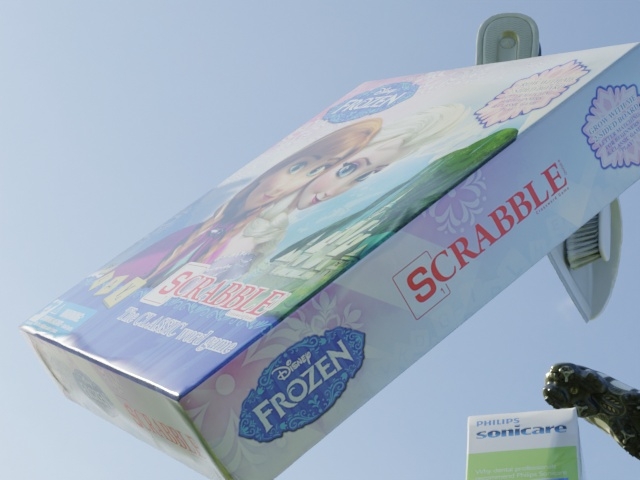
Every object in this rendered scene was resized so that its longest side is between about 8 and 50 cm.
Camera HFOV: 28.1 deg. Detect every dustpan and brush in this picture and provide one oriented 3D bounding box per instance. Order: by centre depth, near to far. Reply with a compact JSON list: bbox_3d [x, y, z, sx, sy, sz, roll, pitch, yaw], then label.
[{"bbox_3d":[0.295,-0.038,1.350,0.060,0.211,0.147,-10,-43,28],"label":"dustpan and brush"}]

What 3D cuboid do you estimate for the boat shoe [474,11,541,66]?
[{"bbox_3d":[0.174,-0.113,1.258,0.084,0.233,0.079,10,-29,13],"label":"boat shoe"}]

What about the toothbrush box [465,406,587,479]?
[{"bbox_3d":[0.215,0.339,1.272,0.122,0.283,0.206,-8,-57,12],"label":"toothbrush box"}]

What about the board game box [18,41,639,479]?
[{"bbox_3d":[0.000,0.000,0.767,0.066,0.318,0.319,60,-22,-16],"label":"board game box"}]

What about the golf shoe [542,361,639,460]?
[{"bbox_3d":[0.360,0.201,1.517,0.198,0.077,0.094,33,8,11],"label":"golf shoe"}]
